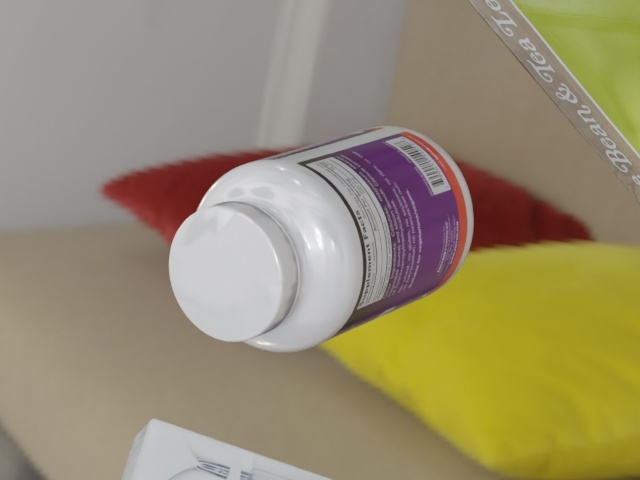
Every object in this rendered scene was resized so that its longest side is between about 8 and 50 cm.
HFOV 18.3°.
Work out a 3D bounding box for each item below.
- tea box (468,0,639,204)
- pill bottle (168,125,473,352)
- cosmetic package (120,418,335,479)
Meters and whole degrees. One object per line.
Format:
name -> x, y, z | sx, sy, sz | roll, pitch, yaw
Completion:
tea box -> 0.307, -0.161, 1.205 | 0.323, 0.329, 0.220 | -13, 35, 54
pill bottle -> 0.000, 0.000, 1.889 | 0.181, 0.323, 0.181 | 8, 106, 32
cosmetic package -> -0.024, 0.356, 1.779 | 0.097, 0.377, 0.284 | 134, 153, -67
